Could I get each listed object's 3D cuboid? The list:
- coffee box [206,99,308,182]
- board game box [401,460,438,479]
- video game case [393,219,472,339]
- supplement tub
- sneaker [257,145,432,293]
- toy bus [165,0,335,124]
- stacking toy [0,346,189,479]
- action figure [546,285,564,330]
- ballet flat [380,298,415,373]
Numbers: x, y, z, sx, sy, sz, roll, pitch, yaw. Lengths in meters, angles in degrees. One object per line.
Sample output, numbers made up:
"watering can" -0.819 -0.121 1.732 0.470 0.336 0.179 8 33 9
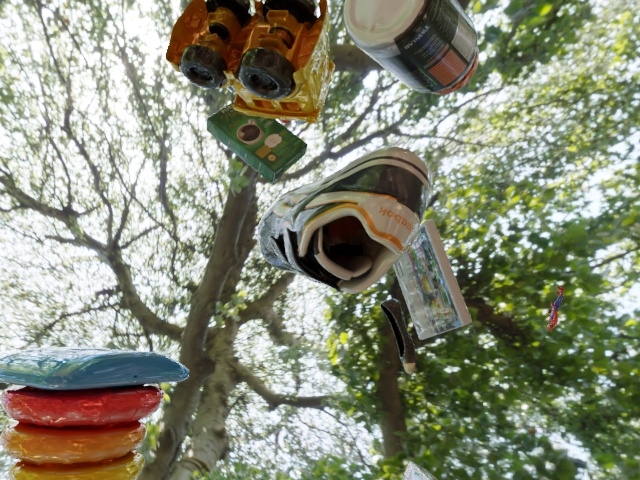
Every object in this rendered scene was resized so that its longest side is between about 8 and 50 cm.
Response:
"coffee box" -0.130 -0.211 1.093 0.184 0.040 0.113 38 -122 8
"board game box" 0.211 0.601 1.111 0.053 0.305 0.193 28 -100 -3
"video game case" 0.206 0.082 1.041 0.023 0.183 0.201 -12 -105 -20
"supplement tub" 0.123 -0.259 0.671 0.190 0.117 0.117 12 -112 -54
"sneaker" 0.000 0.000 0.682 0.126 0.321 0.127 32 -123 -20
"toy bus" -0.087 -0.254 0.805 0.220 0.211 0.149 9 -111 16
"stacking toy" -0.256 0.267 0.561 0.175 0.166 0.301 15 -106 -55
"action figure" 0.554 0.164 1.263 0.030 0.038 0.115 15 -124 18
"ballet flat" 0.175 0.216 1.202 0.049 0.057 0.173 -8 -110 -19
